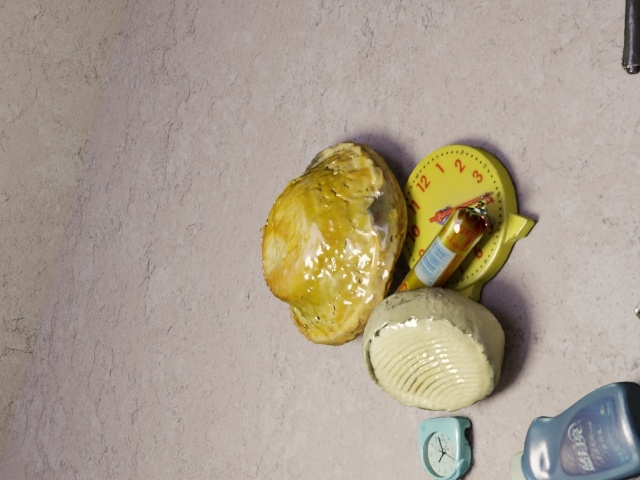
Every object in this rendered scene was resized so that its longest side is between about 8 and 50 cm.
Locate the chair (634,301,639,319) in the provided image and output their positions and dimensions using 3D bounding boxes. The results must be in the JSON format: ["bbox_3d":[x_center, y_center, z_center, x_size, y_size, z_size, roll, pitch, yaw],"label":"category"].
[{"bbox_3d":[0.553,-0.046,1.431,0.319,0.160,0.186,-51,54,33],"label":"chair"}]

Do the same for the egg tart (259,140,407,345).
[{"bbox_3d":[0.000,0.000,2.060,0.443,0.178,0.443,-20,67,57],"label":"egg tart"}]

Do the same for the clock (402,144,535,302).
[{"bbox_3d":[0.246,-0.040,1.871,0.293,0.071,0.277,50,123,42],"label":"clock"}]

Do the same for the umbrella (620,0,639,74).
[{"bbox_3d":[0.510,-0.335,1.615,0.036,0.031,0.133,0,86,53],"label":"umbrella"}]

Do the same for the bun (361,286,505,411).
[{"bbox_3d":[0.206,0.178,1.783,0.259,0.259,0.152,-42,13,40],"label":"bun"}]

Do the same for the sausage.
[{"bbox_3d":[0.206,0.057,1.827,0.371,0.082,0.082,-60,44,41],"label":"sausage"}]

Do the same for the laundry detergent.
[{"bbox_3d":[0.410,0.336,1.603,0.290,0.094,0.143,-37,61,42],"label":"laundry detergent"}]

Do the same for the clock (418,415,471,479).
[{"bbox_3d":[0.234,0.403,1.852,0.108,0.045,0.147,-16,74,50],"label":"clock"}]
